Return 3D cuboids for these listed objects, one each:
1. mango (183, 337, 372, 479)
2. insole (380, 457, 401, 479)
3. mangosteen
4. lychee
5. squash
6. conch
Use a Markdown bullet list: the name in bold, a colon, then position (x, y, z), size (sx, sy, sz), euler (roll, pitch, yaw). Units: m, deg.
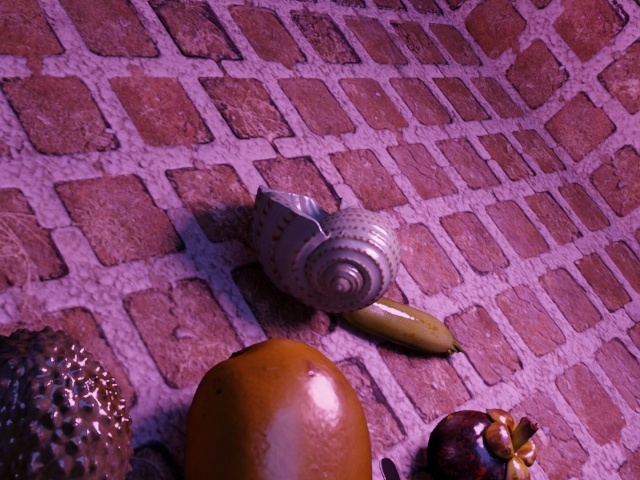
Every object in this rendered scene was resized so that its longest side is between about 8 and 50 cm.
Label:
- **mango**: position (-0.053, 0.358, 1.175), size (0.300, 0.232, 0.446), euler (15, 54, -40)
- **insole**: position (0.138, 0.460, 1.435), size (0.053, 0.002, 0.153), euler (9, 49, -38)
- **mangosteen**: position (0.308, 0.394, 1.484), size (0.192, 0.217, 0.192), euler (32, 34, -25)
- **lychee**: position (-0.354, 0.242, 0.975), size (0.255, 0.274, 0.255), euler (9, 39, -8)
- **squash**: position (0.185, 0.180, 1.682), size (0.340, 0.094, 0.095), euler (24, 41, -26)
- **conch**: position (-0.006, 0.016, 1.559), size (0.302, 0.215, 0.319), euler (21, 5, -11)
